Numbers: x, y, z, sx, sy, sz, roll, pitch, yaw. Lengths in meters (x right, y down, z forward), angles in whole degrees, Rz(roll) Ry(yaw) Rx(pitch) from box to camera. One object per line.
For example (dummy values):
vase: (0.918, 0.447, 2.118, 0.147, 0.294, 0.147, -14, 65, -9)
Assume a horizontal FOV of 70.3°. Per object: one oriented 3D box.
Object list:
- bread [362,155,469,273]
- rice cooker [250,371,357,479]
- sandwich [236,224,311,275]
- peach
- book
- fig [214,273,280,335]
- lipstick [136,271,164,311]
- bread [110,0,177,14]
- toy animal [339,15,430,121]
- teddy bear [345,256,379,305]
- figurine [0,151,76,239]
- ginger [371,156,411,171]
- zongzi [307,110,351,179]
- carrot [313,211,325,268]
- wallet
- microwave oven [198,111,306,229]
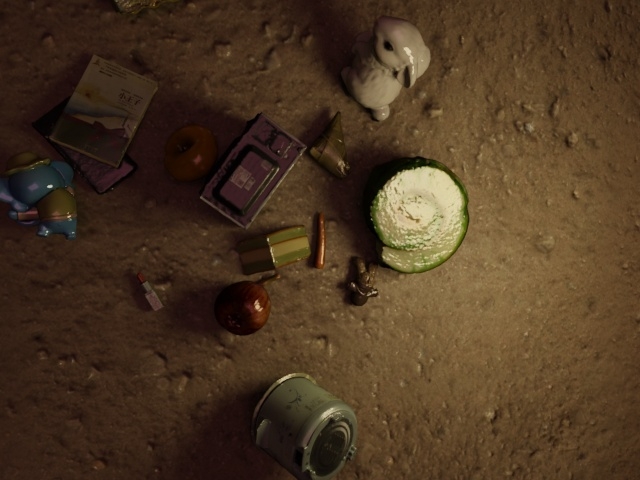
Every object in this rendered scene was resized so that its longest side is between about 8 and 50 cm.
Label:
bread: (0.293, -0.076, 1.466, 0.367, 0.129, 0.381, 25, 100, -21)
rice cooker: (-0.056, 0.553, 1.357, 0.317, 0.316, 0.264, 1, 102, -12)
sandwich: (-0.146, 0.028, 1.467, 0.187, 0.144, 0.117, -18, 96, -47)
peach: (-0.385, -0.257, 1.345, 0.179, 0.103, 0.179, -10, 66, 23)
book: (-0.630, -0.379, 1.332, 0.202, 0.026, 0.289, 22, 79, -11)
fig: (-0.224, 0.188, 1.397, 0.175, 0.207, 0.175, 5, 120, 9)
lipstick: (-0.522, 0.152, 1.377, 0.030, 0.030, 0.129, -30, 96, -10)
bread: (-0.511, -0.743, 1.346, 0.232, 0.088, 0.128, -23, 86, -5)
toy animal: (0.198, -0.522, 1.363, 0.194, 0.357, 0.257, -38, 100, -12)
teddy bear: (0.145, 0.140, 1.499, 0.120, 0.078, 0.160, 13, 87, -16)
figurine: (-0.778, -0.117, 1.255, 0.180, 0.154, 0.261, -17, 84, -7)
ginger: (0.250, -0.217, 1.522, 0.162, 0.073, 0.103, -15, 91, -17)
zongzi: (0.064, -0.304, 1.480, 0.160, 0.078, 0.176, 40, 79, -15)
carrot: (0.000, 0.000, 1.490, 0.037, 0.037, 0.190, 4, 86, -12)
wallet: (-0.689, -0.278, 1.337, 0.146, 0.030, 0.285, -43, 97, -14)
microwave oven: (-0.208, -0.202, 1.340, 0.181, 0.237, 0.295, 37, 87, -9)
